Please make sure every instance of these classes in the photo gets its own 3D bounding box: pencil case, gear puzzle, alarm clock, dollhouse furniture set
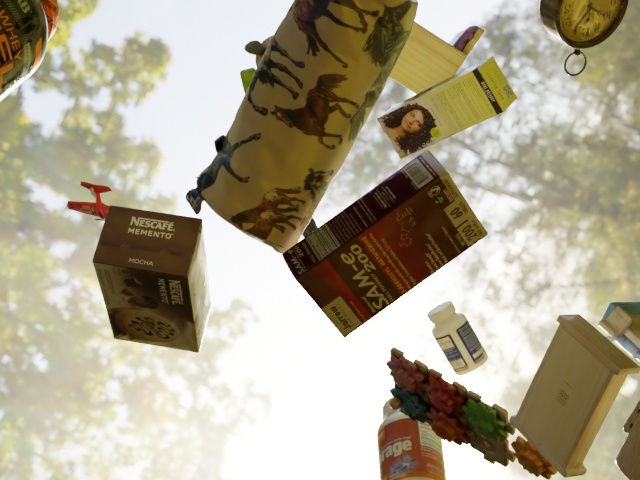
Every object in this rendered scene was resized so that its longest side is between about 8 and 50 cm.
[{"bbox_3d":[-0.023,-0.195,1.647,0.160,0.183,0.410,-7,-51,-62],"label":"pencil case"},{"bbox_3d":[0.244,0.313,2.088,0.044,0.339,0.175,-43,-36,-29],"label":"gear puzzle"},{"bbox_3d":[0.381,-0.332,1.834,0.129,0.064,0.192,-12,-60,-24],"label":"alarm clock"},{"bbox_3d":[0.498,0.252,1.885,0.303,0.286,0.198,0,-58,-36],"label":"dollhouse furniture set"}]

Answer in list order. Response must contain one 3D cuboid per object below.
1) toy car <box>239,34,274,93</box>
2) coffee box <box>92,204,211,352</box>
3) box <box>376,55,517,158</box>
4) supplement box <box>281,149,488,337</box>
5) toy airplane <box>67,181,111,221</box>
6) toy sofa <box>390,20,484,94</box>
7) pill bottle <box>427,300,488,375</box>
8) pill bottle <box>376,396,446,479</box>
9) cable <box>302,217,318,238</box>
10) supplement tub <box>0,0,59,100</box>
[{"bbox_3d":[-0.063,-0.293,2.151,0.188,0.155,0.148,75,180,-64],"label":"toy car"},{"bbox_3d":[-0.290,0.073,2.211,0.297,0.168,0.118,94,-173,-60],"label":"coffee box"},{"bbox_3d":[0.206,-0.216,2.070,0.232,0.087,0.058,-25,12,43],"label":"box"},{"bbox_3d":[0.085,0.005,1.654,0.239,0.073,0.130,-36,-54,3],"label":"supplement box"},{"bbox_3d":[-0.464,-0.079,2.617,0.151,0.151,0.028,81,-158,-60],"label":"toy airplane"},{"bbox_3d":[0.214,-0.390,2.556,0.177,0.150,0.362,-57,2,9],"label":"toy sofa"},{"bbox_3d":[0.234,0.168,2.168,0.067,0.120,0.067,-30,7,4],"label":"pill bottle"},{"bbox_3d":[0.164,0.391,2.287,0.216,0.121,0.121,-93,7,-47],"label":"pill bottle"},{"bbox_3d":[0.000,0.000,2.787,0.287,0.140,0.072,-103,31,-52],"label":"cable"},{"bbox_3d":[-0.506,-0.259,1.680,0.338,0.207,0.207,-58,-17,-50],"label":"supplement tub"}]
